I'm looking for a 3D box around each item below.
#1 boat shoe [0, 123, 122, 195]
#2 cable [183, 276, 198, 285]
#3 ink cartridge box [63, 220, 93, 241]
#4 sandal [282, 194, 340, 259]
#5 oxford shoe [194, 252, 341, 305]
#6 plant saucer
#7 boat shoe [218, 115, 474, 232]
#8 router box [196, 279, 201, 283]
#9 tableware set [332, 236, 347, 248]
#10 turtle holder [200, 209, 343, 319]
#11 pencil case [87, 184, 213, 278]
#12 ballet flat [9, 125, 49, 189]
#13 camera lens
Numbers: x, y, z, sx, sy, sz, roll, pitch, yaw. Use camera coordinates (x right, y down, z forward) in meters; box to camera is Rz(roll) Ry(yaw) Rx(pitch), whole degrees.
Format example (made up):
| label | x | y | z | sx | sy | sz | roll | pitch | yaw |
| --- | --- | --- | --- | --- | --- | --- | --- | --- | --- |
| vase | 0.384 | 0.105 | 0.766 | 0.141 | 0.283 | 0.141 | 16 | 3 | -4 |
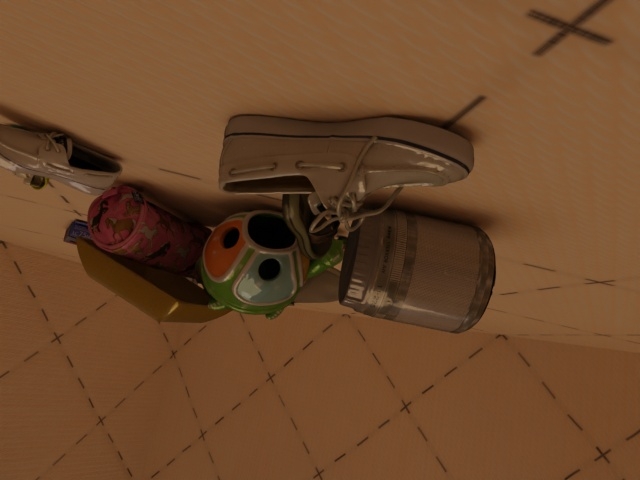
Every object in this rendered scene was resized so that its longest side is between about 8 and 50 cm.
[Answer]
| label | x | y | z | sx | sy | sz | roll | pitch | yaw |
| --- | --- | --- | --- | --- | --- | --- | --- | --- | --- |
| boat shoe | -0.499 | -0.167 | 0.915 | 0.084 | 0.095 | 0.258 | -32 | 154 | 23 |
| cable | -0.524 | 0.074 | 1.521 | 0.256 | 0.257 | 0.089 | -10 | 169 | -18 |
| ink cartridge box | -0.875 | -0.010 | 1.882 | 0.185 | 0.065 | 0.311 | 18 | 163 | -30 |
| sandal | -0.006 | -0.039 | 0.974 | 0.086 | 0.120 | 0.303 | -6 | 163 | 9 |
| oxford shoe | -0.124 | 0.130 | 1.356 | 0.448 | 0.130 | 0.169 | 11 | 126 | -22 |
| plant saucer | -0.432 | 0.123 | 1.271 | 0.332 | 0.081 | 0.333 | 29 | 177 | 16 |
| boat shoe | 0.018 | -0.080 | 0.680 | 0.366 | 0.157 | 0.136 | 8 | 167 | 14 |
| router box | -0.400 | 0.100 | 1.758 | 0.308 | 0.081 | 0.243 | 4 | -176 | 25 |
| tableware set | 0.000 | 0.000 | 1.308 | 0.154 | 0.024 | 0.104 | 11 | 166 | 1 |
| turtle holder | -0.117 | 0.054 | 1.165 | 0.320 | 0.244 | 0.227 | 25 | 138 | -8 |
| pencil case | -0.420 | -0.011 | 1.284 | 0.160 | 0.167 | 0.386 | 29 | 174 | 23 |
| ballet flat | -0.606 | -0.159 | 1.016 | 0.077 | 0.077 | 0.231 | 15 | 166 | -15 |
| camera lens | 0.190 | 0.058 | 0.978 | 0.274 | 0.220 | 0.219 | 12 | 167 | -3 |
